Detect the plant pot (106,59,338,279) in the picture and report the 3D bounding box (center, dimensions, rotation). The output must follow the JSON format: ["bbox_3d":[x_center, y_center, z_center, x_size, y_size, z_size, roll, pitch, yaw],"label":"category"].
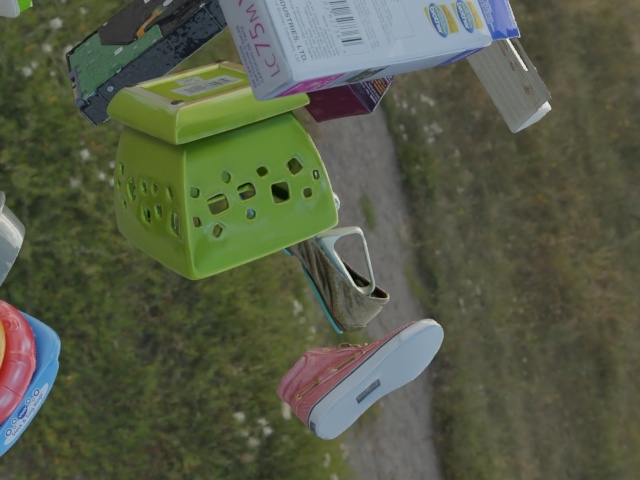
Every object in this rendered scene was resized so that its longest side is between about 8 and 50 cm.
[{"bbox_3d":[-0.135,-0.106,1.328,0.228,0.227,0.207,-21,117,-29],"label":"plant pot"}]

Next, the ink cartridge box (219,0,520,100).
[{"bbox_3d":[0.041,-0.239,0.927,0.311,0.065,0.185,-18,87,-39],"label":"ink cartridge box"}]

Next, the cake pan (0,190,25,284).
[{"bbox_3d":[-0.486,0.067,1.348,0.054,0.293,0.293,39,33,-24],"label":"cake pan"}]

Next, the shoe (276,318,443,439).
[{"bbox_3d":[0.040,0.127,1.081,0.081,0.178,0.063,36,-25,43],"label":"shoe"}]

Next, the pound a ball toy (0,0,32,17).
[{"bbox_3d":[-0.570,-0.529,1.702,0.208,0.136,0.319,-40,134,-36],"label":"pound a ball toy"}]

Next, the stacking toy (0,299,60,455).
[{"bbox_3d":[-0.387,0.078,0.955,0.175,0.166,0.302,-59,153,-22],"label":"stacking toy"}]

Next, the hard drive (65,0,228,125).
[{"bbox_3d":[-0.287,-0.361,1.790,0.064,0.339,0.237,50,7,-35],"label":"hard drive"}]

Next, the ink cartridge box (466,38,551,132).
[{"bbox_3d":[0.291,-0.272,1.562,0.181,0.056,0.224,60,-9,5],"label":"ink cartridge box"}]

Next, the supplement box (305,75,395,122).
[{"bbox_3d":[0.051,-0.253,1.365,0.081,0.104,0.188,50,57,-31],"label":"supplement box"}]

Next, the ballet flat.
[{"bbox_3d":[0.000,0.000,1.614,0.342,0.124,0.116,55,12,-22],"label":"ballet flat"}]
